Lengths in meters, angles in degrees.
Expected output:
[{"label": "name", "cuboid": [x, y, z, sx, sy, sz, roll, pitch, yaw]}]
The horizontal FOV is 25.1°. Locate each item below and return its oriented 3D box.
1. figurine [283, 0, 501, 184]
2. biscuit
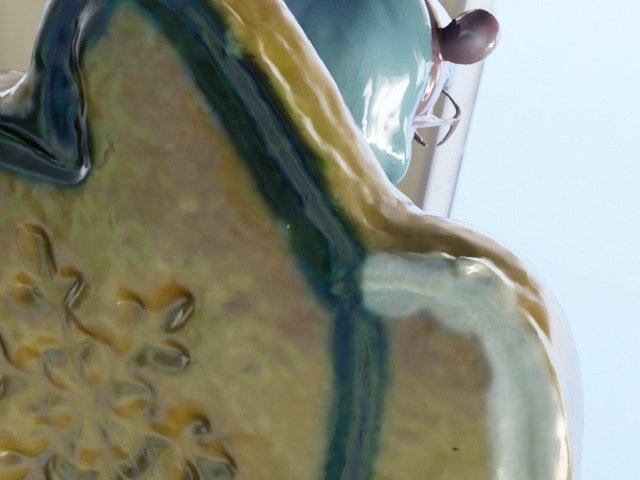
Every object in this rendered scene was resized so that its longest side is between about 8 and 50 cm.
[{"label": "figurine", "cuboid": [-0.012, -0.005, 0.650, 0.103, 0.260, 0.205, 9, -150, -41]}, {"label": "biscuit", "cuboid": [-0.065, 0.032, 0.533, 0.344, 0.287, 0.057, 20, -158, 19]}]
